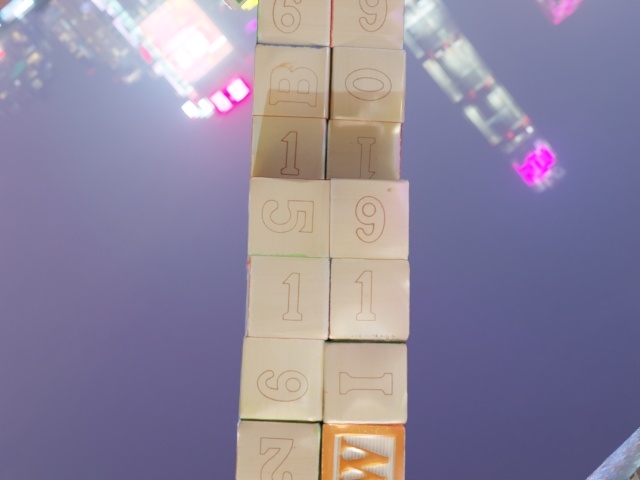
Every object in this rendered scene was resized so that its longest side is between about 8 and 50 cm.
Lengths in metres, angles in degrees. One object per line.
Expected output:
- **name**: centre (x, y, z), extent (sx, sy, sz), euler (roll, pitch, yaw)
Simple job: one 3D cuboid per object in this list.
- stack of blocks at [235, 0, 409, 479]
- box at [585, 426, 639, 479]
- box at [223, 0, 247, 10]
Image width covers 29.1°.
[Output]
- **stack of blocks**: centre (0.000, 0.000, 0.724), extent (0.171, 0.087, 0.297), euler (114, -22, -82)
- **box**: centre (0.256, 0.248, 0.833), extent (0.044, 0.233, 0.159), euler (-23, 180, 40)
- **box**: centre (-0.081, -0.259, 0.979), extent (0.087, 0.102, 0.101), euler (-42, 158, 4)
